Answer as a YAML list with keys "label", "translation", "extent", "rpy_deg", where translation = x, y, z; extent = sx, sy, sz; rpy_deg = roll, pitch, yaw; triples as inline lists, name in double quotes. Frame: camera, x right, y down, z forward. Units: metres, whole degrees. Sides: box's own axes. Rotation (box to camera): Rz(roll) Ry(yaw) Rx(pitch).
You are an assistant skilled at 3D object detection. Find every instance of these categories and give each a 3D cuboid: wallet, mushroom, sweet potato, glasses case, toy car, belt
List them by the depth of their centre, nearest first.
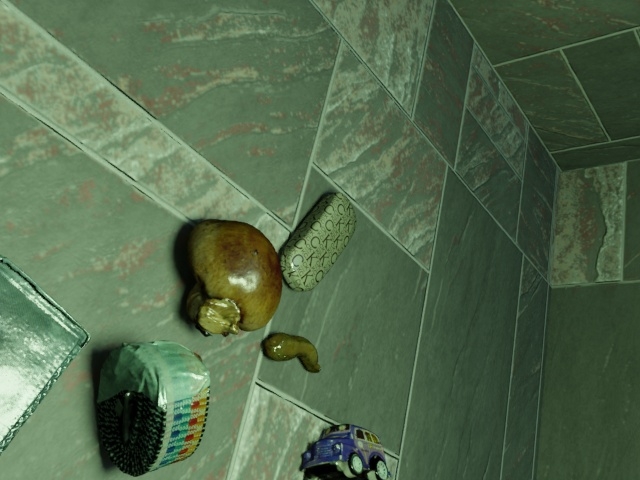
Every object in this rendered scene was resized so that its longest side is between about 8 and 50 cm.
- label: "wallet"
  translation: [-0.578, 0.218, 1.242]
  extent: [0.237, 0.075, 0.342]
  rpy_deg: [51, 48, -26]
- label: "belt"
  translation: [-0.330, 0.320, 1.438]
  extent: [0.150, 0.207, 0.257]
  rpy_deg: [-5, 105, -54]
- label: "mushroom"
  translation: [-0.196, 0.087, 1.668]
  extent: [0.263, 0.195, 0.283]
  rpy_deg: [48, 49, -45]
- label: "sweet potato"
  translation: [-0.067, 0.287, 1.915]
  extent: [0.233, 0.062, 0.081]
  rpy_deg: [30, 76, -50]
- label: "toy car"
  translation: [0.062, 0.577, 1.962]
  extent: [0.235, 0.172, 0.157]
  rpy_deg: [32, 43, -43]
- label: "glasses case"
  translation: [0.000, 0.000, 2.031]
  extent: [0.137, 0.085, 0.354]
  rpy_deg: [61, 42, -25]

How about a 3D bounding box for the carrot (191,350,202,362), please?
- label: "carrot"
  translation: [-0.305, 0.360, 1.592]
  extent: [0.059, 0.059, 0.247]
  rpy_deg: [32, 62, -46]
